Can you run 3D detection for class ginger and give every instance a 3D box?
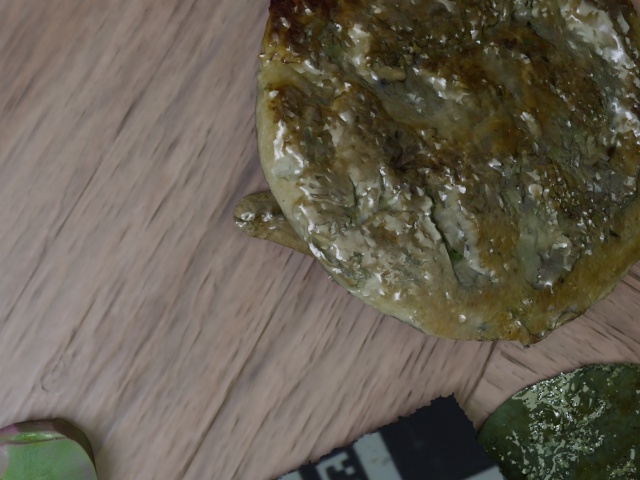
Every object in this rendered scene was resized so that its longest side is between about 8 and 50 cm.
[{"bbox_3d":[0.002,-0.005,0.867,0.137,0.044,0.057,26,98,-9],"label":"ginger"}]

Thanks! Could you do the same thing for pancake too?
[{"bbox_3d":[0.114,-0.086,0.877,0.356,0.065,0.356,6,73,-21],"label":"pancake"}]

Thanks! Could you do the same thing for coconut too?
[{"bbox_3d":[-0.192,0.161,0.786,0.082,0.081,0.083,-38,104,-1],"label":"coconut"}]

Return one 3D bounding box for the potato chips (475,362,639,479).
[{"bbox_3d":[0.214,0.164,0.914,0.209,0.026,0.142,9,85,-13],"label":"potato chips"}]

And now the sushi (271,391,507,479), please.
[{"bbox_3d":[0.050,0.332,0.783,0.296,0.100,0.373,-26,56,-7],"label":"sushi"}]
